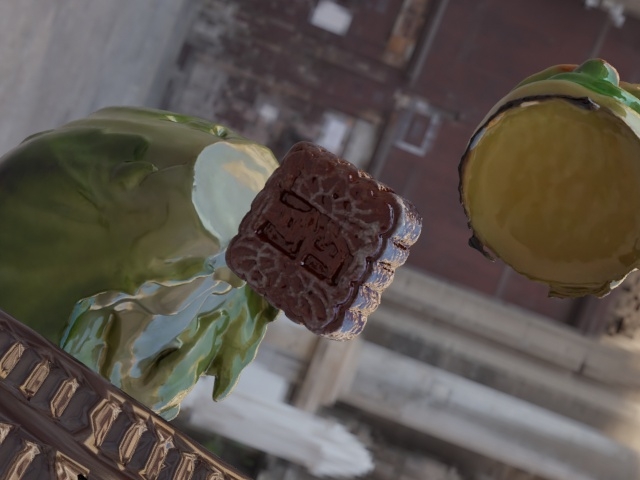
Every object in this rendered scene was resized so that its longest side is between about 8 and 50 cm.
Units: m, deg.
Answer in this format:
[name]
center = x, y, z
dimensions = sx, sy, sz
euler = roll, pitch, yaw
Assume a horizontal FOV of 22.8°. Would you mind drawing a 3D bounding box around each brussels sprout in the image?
[brussels sprout]
center = -0.205, 0.014, 1.596
dimensions = 0.371, 0.315, 0.276
euler = -39, 155, 30

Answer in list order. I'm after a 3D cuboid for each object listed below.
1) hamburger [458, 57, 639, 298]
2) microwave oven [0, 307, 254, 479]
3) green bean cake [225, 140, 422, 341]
[hamburger]
center = 0.261, -0.071, 1.562
dimensions = 0.149, 0.237, 0.237
euler = -44, 162, -52
[microwave oven]
center = -0.119, 0.154, 0.350
dimensions = 0.247, 0.178, 0.188
euler = -54, -172, 18
[green bean cake]
center = 0.000, 0.000, 1.312
dimensions = 0.135, 0.135, 0.056
euler = -59, 153, 5
